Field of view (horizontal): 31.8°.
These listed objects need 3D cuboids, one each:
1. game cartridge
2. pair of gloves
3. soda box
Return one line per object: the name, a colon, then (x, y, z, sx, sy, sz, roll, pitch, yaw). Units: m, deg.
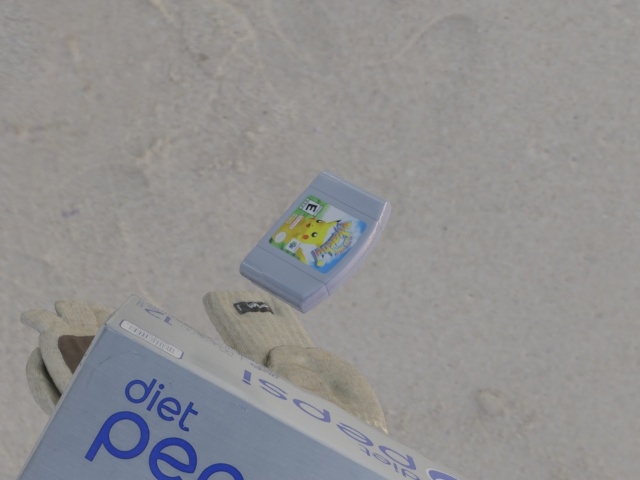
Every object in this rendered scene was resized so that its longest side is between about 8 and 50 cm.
game cartridge: (0.000, 0.000, 0.636, 0.083, 0.056, 0.017, -50, 152, -21)
pair of gloves: (-0.069, 0.106, 0.738, 0.240, 0.204, 0.042, -1, 124, -44)
soda box: (0.005, 0.140, 0.539, 0.286, 0.091, 0.098, 30, 94, -5)
